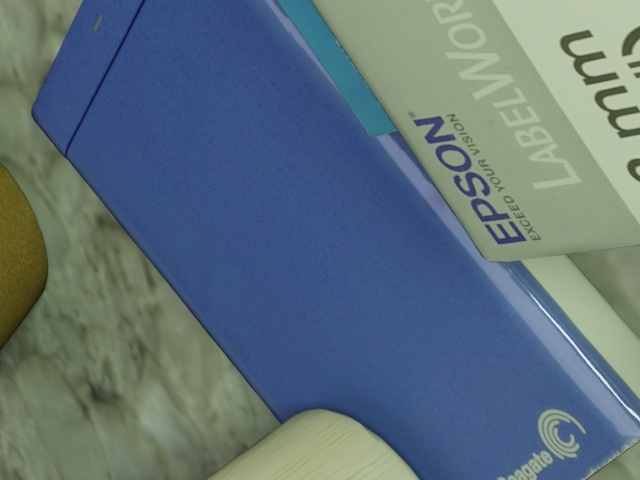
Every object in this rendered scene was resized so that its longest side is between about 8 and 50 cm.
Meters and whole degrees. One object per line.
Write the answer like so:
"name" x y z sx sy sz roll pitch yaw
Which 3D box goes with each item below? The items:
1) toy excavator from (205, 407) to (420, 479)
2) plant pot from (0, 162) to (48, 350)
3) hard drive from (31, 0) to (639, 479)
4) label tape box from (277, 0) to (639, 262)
"toy excavator" -0.094 0.269 0.962 0.433 0.222 0.445 13 125 42
"plant pot" -0.287 0.044 0.982 0.237 0.254 0.237 29 135 33
"hard drive" 0.000 0.000 0.806 0.318 0.040 0.210 50 143 9
"label tape box" 0.057 -0.118 0.519 0.348 0.115 0.249 -10 126 43
